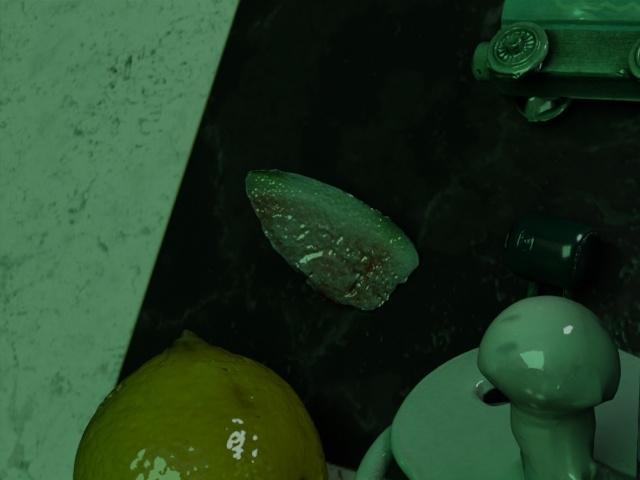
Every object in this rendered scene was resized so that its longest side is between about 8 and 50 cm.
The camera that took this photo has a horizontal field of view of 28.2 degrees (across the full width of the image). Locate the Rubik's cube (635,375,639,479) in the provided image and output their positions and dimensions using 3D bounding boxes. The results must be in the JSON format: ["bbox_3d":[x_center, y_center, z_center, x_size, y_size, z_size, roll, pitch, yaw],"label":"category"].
[{"bbox_3d":[0.379,0.063,0.692,0.363,0.359,0.362,6,60,-1],"label":"Rubik's cube"}]

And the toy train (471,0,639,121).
[{"bbox_3d":[0.258,-0.182,1.123,0.248,0.101,0.159,7,64,34],"label":"toy train"}]

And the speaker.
[{"bbox_3d":[0.203,0.025,1.113,0.075,0.060,0.094,17,119,37],"label":"speaker"}]

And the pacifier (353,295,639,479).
[{"bbox_3d":[0.155,0.155,0.935,0.288,0.269,0.343,-9,35,2],"label":"pacifier"}]

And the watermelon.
[{"bbox_3d":[0.004,-0.009,1.230,0.180,0.081,0.094,44,79,1],"label":"watermelon"}]

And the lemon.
[{"bbox_3d":[-0.107,0.225,1.133,0.228,0.228,0.253,-20,52,27],"label":"lemon"}]
